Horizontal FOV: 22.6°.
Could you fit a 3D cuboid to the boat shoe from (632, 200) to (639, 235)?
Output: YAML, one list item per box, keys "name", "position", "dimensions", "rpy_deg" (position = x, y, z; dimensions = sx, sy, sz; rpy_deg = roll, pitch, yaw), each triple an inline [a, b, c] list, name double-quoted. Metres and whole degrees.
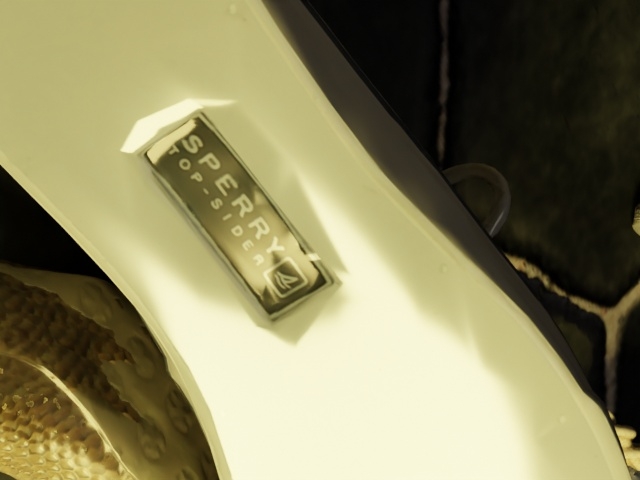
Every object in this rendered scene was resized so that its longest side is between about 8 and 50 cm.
- name: "boat shoe"
  position: [0.216, 0.002, 0.840]
  dimensions: [0.142, 0.049, 0.040]
  rpy_deg: [31, 77, -41]

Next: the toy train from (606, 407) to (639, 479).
- name: "toy train"
  position: [0.122, 0.163, 0.757]
  dimensions: [0.248, 0.105, 0.143]
  rpy_deg: [38, 85, -42]

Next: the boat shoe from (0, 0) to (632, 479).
- name: "boat shoe"
  position: [-0.008, 0.003, 0.552]
  dimensions: [0.135, 0.156, 0.367]
  rpy_deg: [-32, 107, 15]

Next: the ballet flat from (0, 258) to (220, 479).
- name: "ballet flat"
  position: [-0.110, 0.045, 0.534]
  dimensions: [0.250, 0.058, 0.084]
  rpy_deg: [34, 37, -48]
